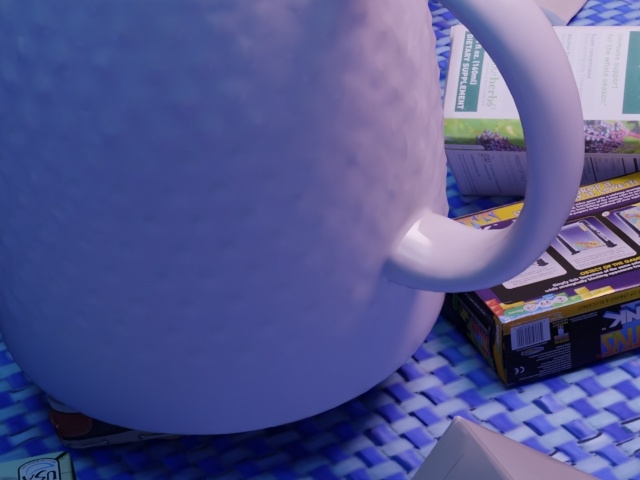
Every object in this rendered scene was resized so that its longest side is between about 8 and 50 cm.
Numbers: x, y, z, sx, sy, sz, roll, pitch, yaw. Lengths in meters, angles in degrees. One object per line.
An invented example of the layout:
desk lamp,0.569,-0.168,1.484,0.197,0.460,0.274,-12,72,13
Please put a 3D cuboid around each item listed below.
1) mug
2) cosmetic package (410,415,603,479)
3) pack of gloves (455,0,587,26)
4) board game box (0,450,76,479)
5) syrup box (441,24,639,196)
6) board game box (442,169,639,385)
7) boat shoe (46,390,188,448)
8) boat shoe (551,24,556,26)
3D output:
mug,-0.031,-0.090,0.947,0.374,0.328,0.276,18,42,29
cosmetic package,0.101,0.188,0.693,0.107,0.127,0.238,26,11,-33
pack of gloves,0.118,-0.216,1.502,0.195,0.046,0.232,34,35,3
board game box,-0.268,0.206,0.850,0.317,0.046,0.213,-10,28,-7
syrup box,0.208,-0.087,1.205,0.237,0.096,0.093,2,66,17
board game box,0.164,0.019,1.101,0.170,0.048,0.141,-14,27,-13
boat shoe,-0.090,0.095,1.018,0.137,0.043,0.049,-7,36,0
boat shoe,0.218,-0.113,1.305,0.233,0.079,0.084,20,39,37
